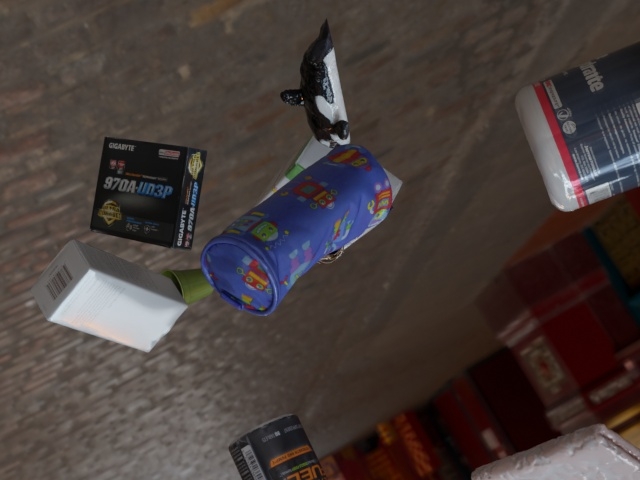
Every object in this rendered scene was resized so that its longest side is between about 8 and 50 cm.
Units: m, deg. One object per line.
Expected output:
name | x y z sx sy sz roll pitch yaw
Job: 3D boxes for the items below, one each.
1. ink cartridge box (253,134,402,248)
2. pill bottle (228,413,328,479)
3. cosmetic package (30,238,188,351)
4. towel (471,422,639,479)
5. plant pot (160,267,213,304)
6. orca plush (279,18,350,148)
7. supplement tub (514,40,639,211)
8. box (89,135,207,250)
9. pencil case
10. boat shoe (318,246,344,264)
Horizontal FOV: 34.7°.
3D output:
ink cartridge box | 0.008 -0.090 2.078 0.117 0.201 0.278 -59 -171 -26
pill bottle | -0.045 0.420 1.679 0.130 0.246 0.130 -25 164 -8
cosmetic package | -0.343 0.094 1.684 0.117 0.085 0.231 -48 142 11
towel | 0.492 0.456 1.849 0.332 0.317 0.053 -38 -156 47
plant pot | -0.240 0.083 1.864 0.079 0.083 0.083 -16 160 -38
orca plush | -0.015 -0.238 1.702 0.102 0.151 0.287 -13 165 0
supplement tub | 0.426 -0.169 1.425 0.272 0.191 0.191 -21 168 13
box | -0.302 -0.084 1.785 0.220 0.175 0.051 11 -178 38
pencil case | -0.024 -0.016 1.355 0.306 0.119 0.133 -39 154 -44
boat shoe | 0.000 0.000 1.655 0.073 0.073 0.207 -49 155 -2
